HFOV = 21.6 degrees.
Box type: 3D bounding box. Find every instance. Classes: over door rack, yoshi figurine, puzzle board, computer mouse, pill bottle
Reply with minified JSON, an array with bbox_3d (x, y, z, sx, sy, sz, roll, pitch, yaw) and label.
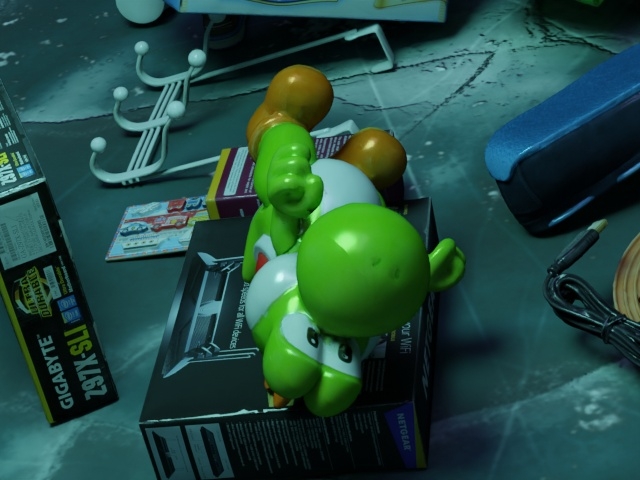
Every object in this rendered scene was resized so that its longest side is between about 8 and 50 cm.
[{"bbox_3d":[-0.089,-0.176,1.934,0.324,0.108,0.239,-4,36,14],"label":"over door rack"},{"bbox_3d":[0.024,-0.012,1.442,0.203,0.203,0.362,-3,38,2],"label":"yoshi figurine"},{"bbox_3d":[-0.162,-0.017,1.805,0.128,0.011,0.096,-8,34,17],"label":"puzzle board"},{"bbox_3d":[0.326,0.016,1.506,0.184,0.060,0.262,28,64,40],"label":"computer mouse"},{"bbox_3d":[-0.230,-0.359,2.262,0.087,0.087,0.160,-6,35,11],"label":"pill bottle"}]

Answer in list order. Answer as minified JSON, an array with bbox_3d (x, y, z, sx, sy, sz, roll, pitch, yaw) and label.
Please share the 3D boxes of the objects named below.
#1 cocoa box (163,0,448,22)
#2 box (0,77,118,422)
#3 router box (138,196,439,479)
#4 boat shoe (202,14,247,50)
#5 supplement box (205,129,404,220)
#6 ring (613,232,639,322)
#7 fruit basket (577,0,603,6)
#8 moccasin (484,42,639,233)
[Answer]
[{"bbox_3d":[-0.033,-0.393,2.004,0.347,0.228,0.231,-1,19,-23],"label":"cocoa box"},{"bbox_3d":[-0.298,-0.015,1.641,0.079,0.257,0.322,-21,35,-10],"label":"box"},{"bbox_3d":[-0.017,0.087,1.552,0.242,0.081,0.309,-5,35,12],"label":"router box"},{"bbox_3d":[-0.125,-0.318,2.186,0.066,0.066,0.183,-12,34,2],"label":"boat shoe"},{"bbox_3d":[-0.013,-0.047,1.743,0.188,0.081,0.104,-5,34,13],"label":"supplement box"},{"bbox_3d":[0.431,0.044,1.503,0.336,0.032,0.337,-9,34,6],"label":"ring"},{"bbox_3d":[0.373,-0.410,1.955,0.392,0.283,0.392,-5,21,2],"label":"fruit basket"},{"bbox_3d":[0.321,-0.121,1.711,0.342,0.117,0.138,-26,23,-10],"label":"moccasin"}]
